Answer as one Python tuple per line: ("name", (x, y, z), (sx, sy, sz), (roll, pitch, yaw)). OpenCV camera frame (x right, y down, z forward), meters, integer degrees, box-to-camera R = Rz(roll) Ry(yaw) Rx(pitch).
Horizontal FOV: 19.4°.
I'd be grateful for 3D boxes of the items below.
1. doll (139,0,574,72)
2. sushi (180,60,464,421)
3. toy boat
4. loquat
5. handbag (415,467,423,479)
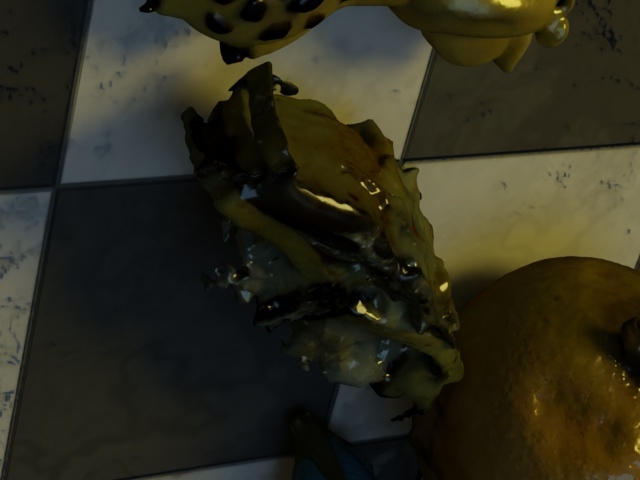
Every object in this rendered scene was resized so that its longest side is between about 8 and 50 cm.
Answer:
("doll", (0.033, -0.155, 1.099), (0.291, 0.086, 0.117), (-1, 128, -31))
("sushi", (0.007, -0.003, 1.192), (0.131, 0.139, 0.291), (-29, 138, 17))
("toy boat", (0.011, 0.198, 1.388), (0.075, 0.077, 0.185), (-31, 144, -11))
("loquat", (0.180, 0.127, 1.321), (0.244, 0.244, 0.244), (-18, 132, -21))
("handbag", (0.123, 0.201, 1.455), (0.115, 0.072, 0.139), (-45, 131, 8))
